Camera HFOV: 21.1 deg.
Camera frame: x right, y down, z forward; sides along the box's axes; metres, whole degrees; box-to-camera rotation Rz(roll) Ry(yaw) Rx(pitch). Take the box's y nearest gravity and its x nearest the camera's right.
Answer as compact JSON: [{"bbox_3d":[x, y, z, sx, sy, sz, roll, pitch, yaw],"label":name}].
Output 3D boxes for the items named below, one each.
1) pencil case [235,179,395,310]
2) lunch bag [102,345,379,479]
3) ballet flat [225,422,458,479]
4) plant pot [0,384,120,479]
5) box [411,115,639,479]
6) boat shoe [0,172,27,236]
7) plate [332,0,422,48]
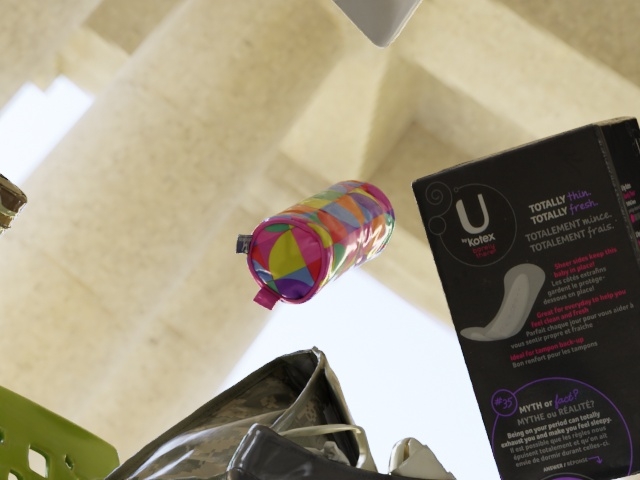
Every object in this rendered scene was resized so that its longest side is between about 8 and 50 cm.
[{"bbox_3d":[0.000,0.000,1.836,0.104,0.236,0.104,6,-76,22],"label":"pencil case"},{"bbox_3d":[-0.028,0.247,1.495,0.169,0.287,0.235,-12,-75,32],"label":"lunch bag"},{"bbox_3d":[0.036,0.160,1.143,0.203,0.074,0.074,14,-17,-18],"label":"ballet flat"},{"bbox_3d":[-0.308,0.271,1.454,0.227,0.228,0.207,36,27,-44],"label":"plant pot"},{"bbox_3d":[0.204,0.052,1.379,0.165,0.143,0.270,-17,-90,24],"label":"box"},{"bbox_3d":[-0.356,-0.062,1.553,0.190,0.072,0.068,37,8,19],"label":"boat shoe"},{"bbox_3d":[0.029,-0.353,1.630,0.278,0.045,0.277,47,-32,4],"label":"plate"}]
